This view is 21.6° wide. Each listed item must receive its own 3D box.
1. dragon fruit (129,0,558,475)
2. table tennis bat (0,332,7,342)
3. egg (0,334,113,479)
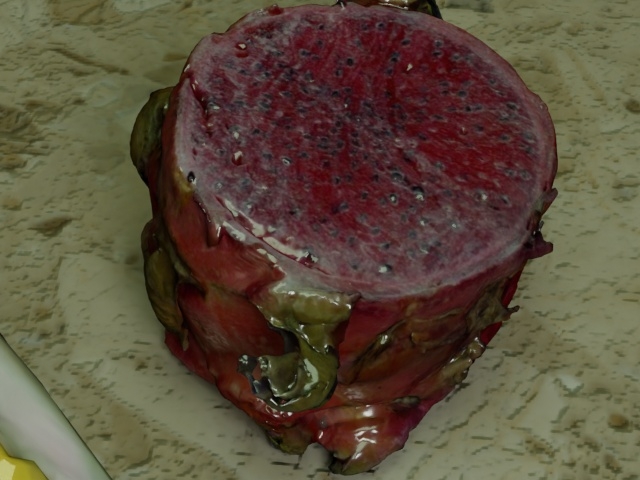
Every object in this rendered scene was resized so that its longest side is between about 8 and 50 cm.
[{"bbox_3d":[0.000,0.000,0.833,0.211,0.147,0.282,17,50,1],"label":"dragon fruit"},{"bbox_3d":[-0.283,0.080,0.812,0.274,0.021,0.154,0,46,-6],"label":"table tennis bat"},{"bbox_3d":[-0.228,0.176,0.521,0.340,0.354,0.354,-36,53,0],"label":"egg"}]
